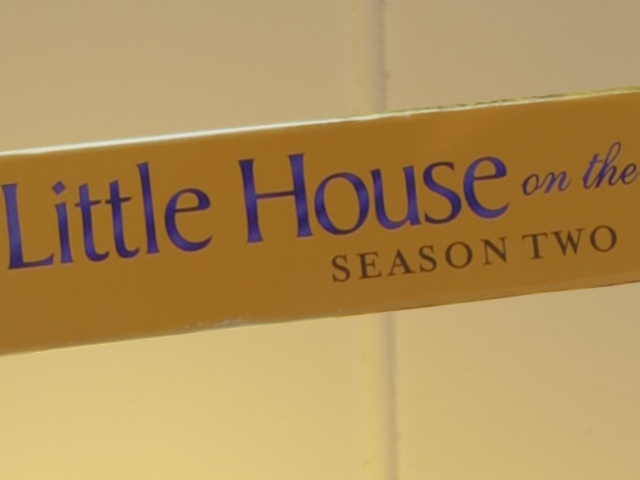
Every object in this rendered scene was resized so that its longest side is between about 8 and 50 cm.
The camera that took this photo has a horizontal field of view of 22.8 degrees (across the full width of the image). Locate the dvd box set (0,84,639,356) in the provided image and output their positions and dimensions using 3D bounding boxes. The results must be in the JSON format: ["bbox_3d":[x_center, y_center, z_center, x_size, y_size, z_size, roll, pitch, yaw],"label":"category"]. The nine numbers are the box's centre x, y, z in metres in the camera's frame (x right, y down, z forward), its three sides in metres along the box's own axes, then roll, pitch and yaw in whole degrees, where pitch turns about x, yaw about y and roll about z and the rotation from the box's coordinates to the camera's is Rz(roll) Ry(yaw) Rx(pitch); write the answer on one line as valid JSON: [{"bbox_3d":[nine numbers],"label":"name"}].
[{"bbox_3d":[0.000,0.000,0.577,0.420,0.307,0.062,-6,-93,-8],"label":"dvd box set"}]
